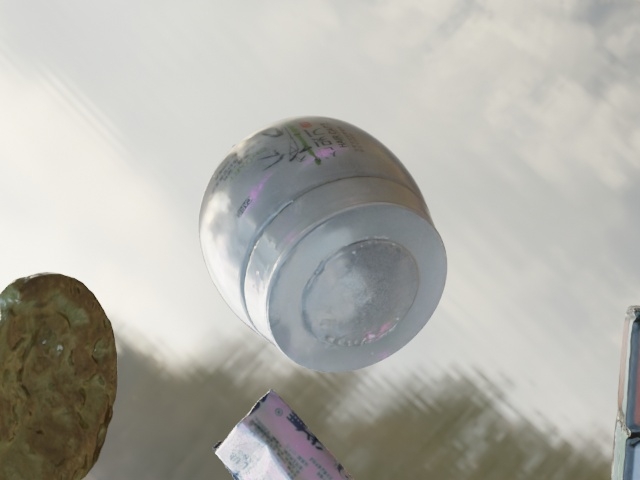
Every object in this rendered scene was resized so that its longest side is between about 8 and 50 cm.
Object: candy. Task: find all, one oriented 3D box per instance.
[{"bbox_3d":[-0.035,0.256,1.627,0.160,0.073,0.092,47,137,7],"label":"candy"}]

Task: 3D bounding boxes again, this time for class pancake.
[{"bbox_3d":[-0.271,0.146,1.393,0.042,0.236,0.222,-1,157,28],"label":"pancake"}]

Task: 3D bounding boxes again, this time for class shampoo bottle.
[{"bbox_3d":[0.000,0.000,1.754,0.273,0.273,0.266,55,177,-37],"label":"shampoo bottle"}]

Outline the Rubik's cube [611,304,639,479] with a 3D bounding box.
[{"bbox_3d":[0.306,0.142,1.090,0.167,0.180,0.183,4,-179,9],"label":"Rubik's cube"}]
